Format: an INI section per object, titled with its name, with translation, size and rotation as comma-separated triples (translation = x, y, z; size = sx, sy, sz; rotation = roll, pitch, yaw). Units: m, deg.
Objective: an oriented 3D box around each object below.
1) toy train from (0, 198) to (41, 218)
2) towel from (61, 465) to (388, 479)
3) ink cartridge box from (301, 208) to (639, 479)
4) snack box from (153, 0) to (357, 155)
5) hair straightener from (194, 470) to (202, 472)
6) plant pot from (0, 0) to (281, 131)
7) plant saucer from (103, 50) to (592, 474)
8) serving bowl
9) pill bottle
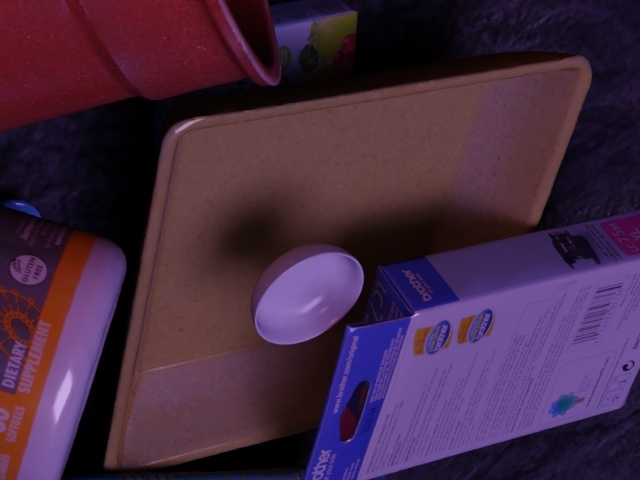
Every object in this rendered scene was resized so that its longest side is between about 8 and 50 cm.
[toy train]
translation = -0.222, 0.024, 1.203
size = 0.105, 0.080, 0.184
rotation = -40, 131, 6
[towel]
translation = -0.146, 0.277, 1.383
size = 0.370, 0.040, 0.271
rotation = 2, 128, -33
[ink cartridge box]
translation = 0.122, 0.081, 1.365
size = 0.311, 0.065, 0.186
rotation = -14, 139, -30
[snack box]
translation = -0.045, -0.109, 1.260
size = 0.141, 0.037, 0.100
rotation = -14, 126, -26
[hair straightener]
translation = -0.091, 0.280, 1.487
size = 0.089, 0.047, 0.230
rotation = -29, 136, -4
[plant pot]
translation = -0.191, -0.165, 0.959
size = 0.265, 0.272, 0.272
rotation = -20, 131, 7
[plant saucer]
translation = 0.000, 0.000, 1.302
size = 0.332, 0.081, 0.333
rotation = -12, 137, -29
[serving bowl]
translation = -0.013, 0.031, 1.237
size = 0.083, 0.027, 0.083
rotation = -20, 141, -18
[pill bottle]
translation = -0.265, 0.038, 1.056
size = 0.278, 0.162, 0.162
rotation = 17, 112, -4
